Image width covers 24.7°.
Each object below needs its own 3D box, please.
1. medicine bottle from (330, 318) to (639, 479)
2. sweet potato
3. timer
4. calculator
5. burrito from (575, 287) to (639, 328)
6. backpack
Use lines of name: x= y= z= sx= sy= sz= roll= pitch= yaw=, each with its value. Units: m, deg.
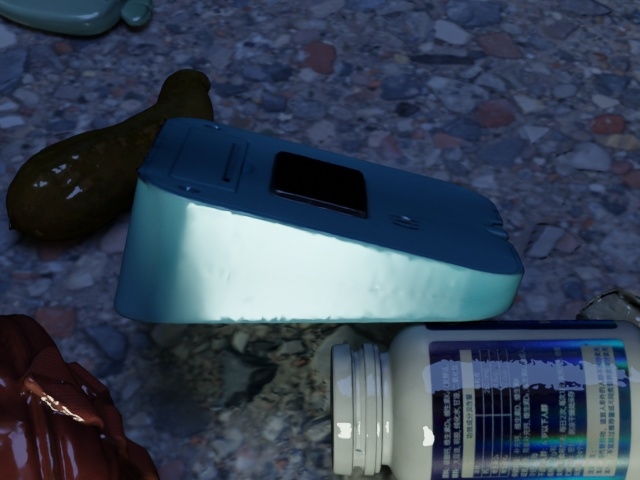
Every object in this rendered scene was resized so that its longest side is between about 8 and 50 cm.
medicine bottle: x=0.102 y=0.102 z=0.893 sx=0.192 sy=0.107 sz=0.107 roll=-1 pitch=43 yaw=-1
sweet potato: x=-0.145 y=-0.071 z=1.115 sx=0.081 sy=0.062 sz=0.233 roll=26 pitch=45 yaw=26
timer: x=0.000 y=0.000 z=0.979 sx=0.250 sy=0.091 sz=0.232 roll=11 pitch=15 yaw=-2
calculator: x=-0.221 y=-0.216 z=1.298 sx=0.153 sy=0.021 sz=0.095 roll=10 pitch=44 yaw=15
burrito: x=0.241 y=0.097 z=0.948 sx=0.058 sy=0.045 sz=0.188 roll=-39 pitch=54 yaw=-4
backpack: x=-0.154 y=0.144 z=0.764 sx=0.139 sy=0.229 sz=0.229 roll=-15 pitch=45 yaw=-21
